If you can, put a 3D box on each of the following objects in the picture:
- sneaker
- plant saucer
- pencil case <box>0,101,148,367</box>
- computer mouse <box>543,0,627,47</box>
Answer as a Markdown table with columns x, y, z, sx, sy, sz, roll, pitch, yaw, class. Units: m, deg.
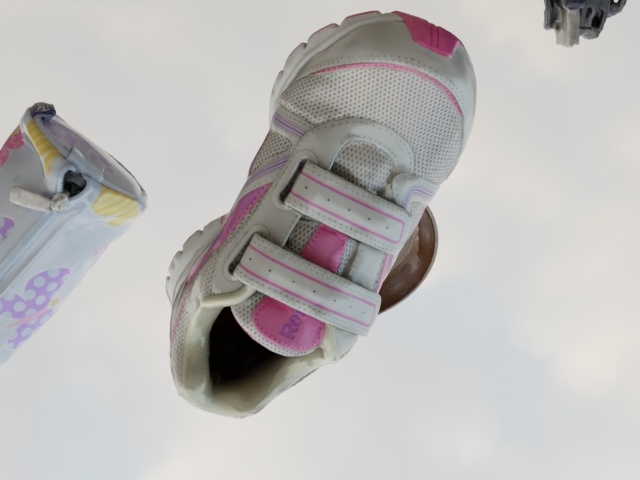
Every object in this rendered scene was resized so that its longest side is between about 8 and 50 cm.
| x | y | z | sx | sy | sz | roll | pitch | yaw | class |
| --- | --- | --- | --- | --- | --- | --- | --- | --- | --- |
| 0.000 | 0.000 | 0.919 | 0.103 | 0.252 | 0.111 | 21 | -143 | -14 | sneaker |
| 0.009 | -0.001 | 1.475 | 0.168 | 0.168 | 0.029 | -1 | -139 | -7 | plant saucer |
| -0.245 | 0.033 | 1.356 | 0.113 | 0.273 | 0.124 | 36 | -169 | -24 | pencil case |
| 0.211 | -0.186 | 0.955 | 0.272 | 0.188 | 0.072 | 12 | -164 | 43 | computer mouse |
